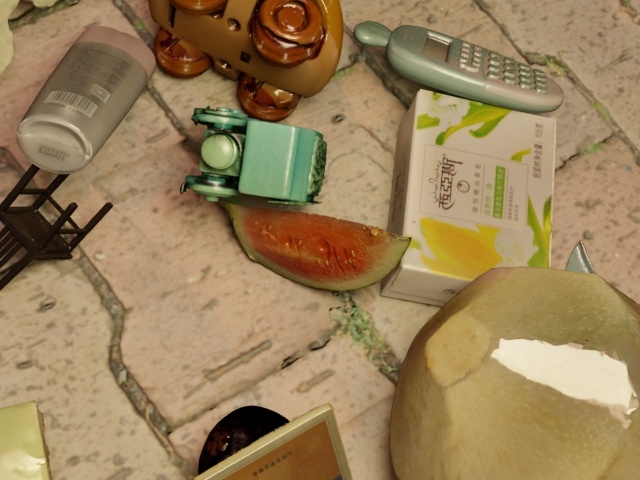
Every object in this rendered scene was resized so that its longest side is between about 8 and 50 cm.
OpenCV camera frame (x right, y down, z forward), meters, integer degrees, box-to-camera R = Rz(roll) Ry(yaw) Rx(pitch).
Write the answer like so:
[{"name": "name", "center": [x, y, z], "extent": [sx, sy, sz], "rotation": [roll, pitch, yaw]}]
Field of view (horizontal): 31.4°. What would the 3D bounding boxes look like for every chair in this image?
[{"name": "chair", "center": [-0.360, 0.007, 1.354], "extent": [0.084, 0.101, 0.212], "rotation": [46, 103, 10]}]

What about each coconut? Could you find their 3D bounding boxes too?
[{"name": "coconut", "center": [0.245, 0.191, 1.276], "extent": [0.353, 0.352, 0.352], "rotation": [4, 67, -10]}]

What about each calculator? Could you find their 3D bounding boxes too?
[{"name": "calculator", "center": [0.184, -0.235, 1.530], "extent": [0.295, 0.042, 0.184], "rotation": [19, 25, 2]}]

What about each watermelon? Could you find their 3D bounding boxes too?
[{"name": "watermelon", "center": [-0.003, 0.004, 1.389], "extent": [0.245, 0.119, 0.063], "rotation": [13, 60, 22]}]

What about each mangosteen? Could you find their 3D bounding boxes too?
[{"name": "mangosteen", "center": [-0.064, 0.263, 1.281], "extent": [0.151, 0.137, 0.137], "rotation": [37, 62, -25]}]

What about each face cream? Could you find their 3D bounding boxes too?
[{"name": "face cream", "center": [-0.279, -0.177, 1.378], "extent": [0.107, 0.073, 0.269], "rotation": [23, 33, -7]}]

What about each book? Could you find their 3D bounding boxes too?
[{"name": "book", "center": [-0.032, 0.310, 1.228], "extent": [0.170, 0.241, 0.018], "rotation": [-27, 31, -21]}]

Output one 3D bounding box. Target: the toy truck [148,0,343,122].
[{"name": "toy truck", "center": [-0.096, -0.309, 1.465], "extent": [0.288, 0.204, 0.211], "rotation": [25, 62, 1]}]

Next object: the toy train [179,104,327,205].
[{"name": "toy train", "center": [-0.075, -0.100, 1.384], "extent": [0.163, 0.203, 0.112], "rotation": [8, 96, 4]}]

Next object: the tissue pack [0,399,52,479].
[{"name": "tissue pack", "center": [-0.398, 0.275, 1.196], "extent": [0.234, 0.125, 0.159], "rotation": [-9, 70, -16]}]

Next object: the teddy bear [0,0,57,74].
[{"name": "teddy bear", "center": [-0.562, -0.419, 1.463], "extent": [0.362, 0.375, 0.327], "rotation": [24, 75, 48]}]

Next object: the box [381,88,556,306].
[{"name": "box", "center": [0.193, -0.044, 1.467], "extent": [0.194, 0.111, 0.260], "rotation": [10, 68, -8]}]

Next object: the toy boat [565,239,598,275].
[{"name": "toy boat", "center": [0.350, 0.063, 1.504], "extent": [0.096, 0.034, 0.122], "rotation": [-17, 63, -18]}]
